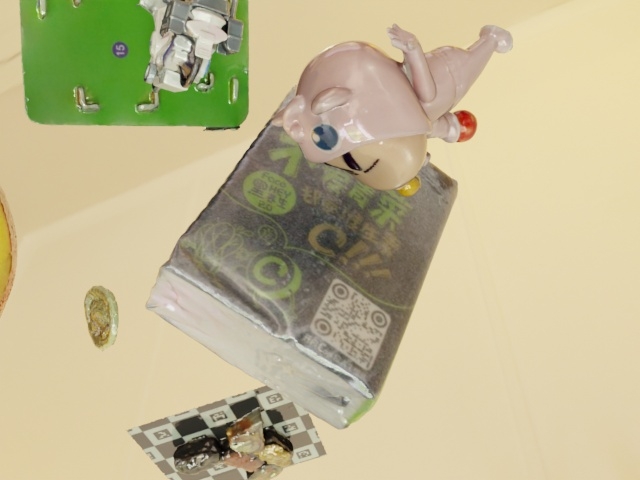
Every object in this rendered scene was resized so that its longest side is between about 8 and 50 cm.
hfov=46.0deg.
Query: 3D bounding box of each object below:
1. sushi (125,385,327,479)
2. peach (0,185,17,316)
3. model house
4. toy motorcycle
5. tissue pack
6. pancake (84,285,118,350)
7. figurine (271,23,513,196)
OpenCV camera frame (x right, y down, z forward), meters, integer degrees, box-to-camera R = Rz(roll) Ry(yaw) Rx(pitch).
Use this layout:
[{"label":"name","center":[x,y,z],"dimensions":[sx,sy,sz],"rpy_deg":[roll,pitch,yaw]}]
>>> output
[{"label":"sushi","center":[-0.183,0.465,1.635],"dimensions":[0.359,0.343,0.064],"rpy_deg":[-17,-135,1]},{"label":"peach","center":[-0.373,-0.017,0.713],"dimensions":[0.154,0.267,0.158],"rpy_deg":[-39,-147,-19]},{"label":"model house","center":[-0.299,-0.336,1.118],"dimensions":[0.300,0.340,0.323],"rpy_deg":[-4,-170,-25]},{"label":"toy motorcycle","center":[-0.158,-0.248,0.886],"dimensions":[0.221,0.102,0.150],"rpy_deg":[20,-86,64]},{"label":"tissue pack","center":[0.000,0.000,0.970],"dimensions":[0.124,0.288,0.394],"rpy_deg":[-53,-174,48]},{"label":"pancake","center":[-0.333,0.116,1.149],"dimensions":[0.017,0.108,0.108],"rpy_deg":[-8,-166,-41]},{"label":"figurine","center":[0.098,-0.147,0.869],"dimensions":[0.287,0.186,0.176],"rpy_deg":[-19,-178,-33]}]
